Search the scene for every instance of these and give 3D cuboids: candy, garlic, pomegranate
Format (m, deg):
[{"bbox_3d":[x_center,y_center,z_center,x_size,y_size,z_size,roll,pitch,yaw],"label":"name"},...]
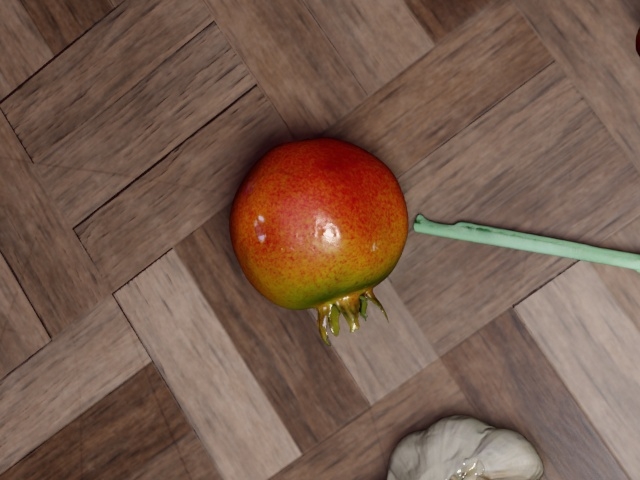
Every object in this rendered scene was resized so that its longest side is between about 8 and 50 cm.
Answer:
[{"bbox_3d":[0.313,0.016,1.719,0.440,0.119,0.119,9,88,27],"label":"candy"},{"bbox_3d":[0.146,0.283,1.709,0.229,0.178,0.142,-29,58,10],"label":"garlic"},{"bbox_3d":[0.000,0.000,1.758,0.221,0.221,0.256,-20,81,17],"label":"pomegranate"}]

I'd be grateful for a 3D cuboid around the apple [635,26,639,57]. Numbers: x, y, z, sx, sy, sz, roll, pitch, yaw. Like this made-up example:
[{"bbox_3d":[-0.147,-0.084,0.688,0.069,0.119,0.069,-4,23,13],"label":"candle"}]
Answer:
[{"bbox_3d":[0.517,-0.255,1.573,0.317,0.288,0.288,10,88,33],"label":"apple"}]
